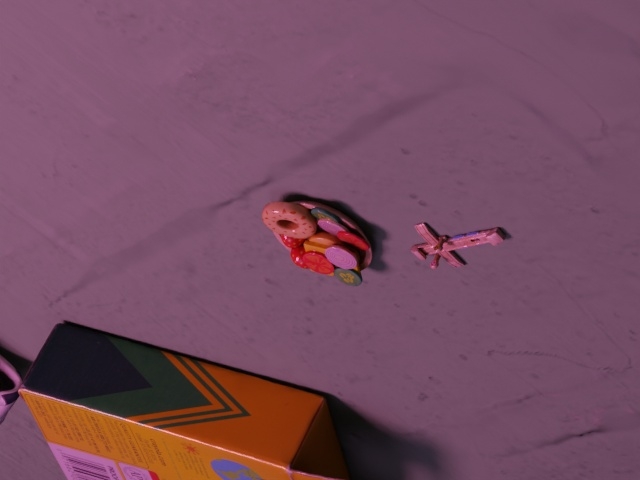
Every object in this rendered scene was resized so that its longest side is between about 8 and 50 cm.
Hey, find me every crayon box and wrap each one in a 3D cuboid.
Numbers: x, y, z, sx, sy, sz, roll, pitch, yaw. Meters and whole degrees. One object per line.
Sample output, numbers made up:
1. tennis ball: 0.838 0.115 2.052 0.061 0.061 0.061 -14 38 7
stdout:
1. crayon box: -0.090 0.194 1.640 0.319 0.081 0.202 15 148 20

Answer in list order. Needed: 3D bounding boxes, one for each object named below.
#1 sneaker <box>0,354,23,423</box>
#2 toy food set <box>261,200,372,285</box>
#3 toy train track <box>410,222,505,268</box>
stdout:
1. sneaker: -0.389 0.084 1.711 0.258 0.094 0.091 32 131 -19
2. toy food set: 0.000 0.000 1.336 0.083 0.020 0.083 13 147 21
3. toy train track: 0.094 0.005 1.281 0.083 0.014 0.048 -14 131 47
